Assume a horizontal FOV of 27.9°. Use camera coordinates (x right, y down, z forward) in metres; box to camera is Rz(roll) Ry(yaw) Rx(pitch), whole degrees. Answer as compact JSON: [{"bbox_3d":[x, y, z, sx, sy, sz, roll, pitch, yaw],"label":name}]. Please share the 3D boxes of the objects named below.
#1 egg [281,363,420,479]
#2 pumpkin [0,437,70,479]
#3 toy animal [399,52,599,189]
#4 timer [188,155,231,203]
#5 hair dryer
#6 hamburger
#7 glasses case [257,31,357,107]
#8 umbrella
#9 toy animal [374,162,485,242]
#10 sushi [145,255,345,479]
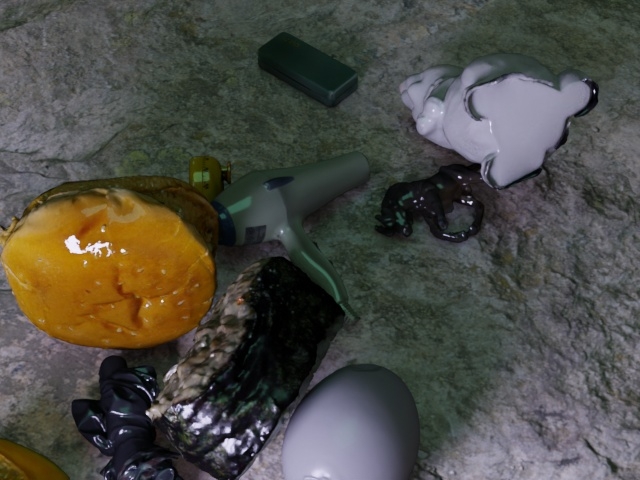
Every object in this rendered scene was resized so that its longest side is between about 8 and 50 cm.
[{"bbox_3d":[0.045,0.263,1.711,0.176,0.176,0.232,18,50,17],"label":"egg"},{"bbox_3d":[-0.405,0.358,1.572,0.222,0.139,0.317,28,9,0],"label":"pumpkin"},{"bbox_3d":[0.269,-0.216,2.087,0.257,0.194,0.357,-10,16,-9],"label":"toy animal"},{"bbox_3d":[-0.198,-0.083,2.073,0.109,0.107,0.107,-1,48,-3],"label":"timer"},{"bbox_3d":[0.005,-0.033,2.051,0.298,0.119,0.296,36,53,10],"label":"hair dryer"},{"bbox_3d":[-0.301,0.031,1.852,0.314,0.290,0.170,-3,45,0],"label":"hamburger"},{"bbox_3d":[-0.024,-0.308,2.315,0.184,0.039,0.078,33,57,27],"label":"glasses case"},{"bbox_3d":[-0.261,0.269,1.766,0.122,0.110,0.272,-38,49,14],"label":"umbrella"},{"bbox_3d":[0.199,-0.073,2.072,0.232,0.084,0.148,-34,54,-21],"label":"toy animal"},{"bbox_3d":[-0.099,0.167,1.751,0.171,0.211,0.350,35,42,-2],"label":"sushi"}]
